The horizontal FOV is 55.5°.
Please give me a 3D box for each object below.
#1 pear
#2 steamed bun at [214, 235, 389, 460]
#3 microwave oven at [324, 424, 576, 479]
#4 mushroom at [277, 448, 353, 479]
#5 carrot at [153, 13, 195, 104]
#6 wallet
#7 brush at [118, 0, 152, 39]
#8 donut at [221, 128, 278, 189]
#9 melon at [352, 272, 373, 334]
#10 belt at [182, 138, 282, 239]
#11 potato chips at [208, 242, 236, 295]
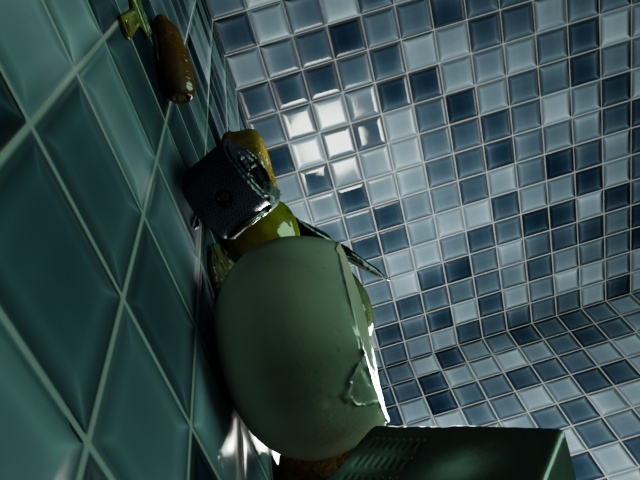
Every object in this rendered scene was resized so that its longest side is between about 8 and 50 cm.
[{"bbox_3d":[-0.116,-0.011,1.187,0.149,0.149,0.162,73,-6,-74],"label":"pear"},{"bbox_3d":[-0.033,0.152,0.870,0.324,0.207,0.324,-16,90,-86],"label":"steamed bun"},{"bbox_3d":[0.145,0.450,0.610,0.374,0.237,0.431,-28,104,-52],"label":"microwave oven"},{"bbox_3d":[0.026,0.381,0.998,0.231,0.194,0.138,-132,-157,-64],"label":"mushroom"},{"bbox_3d":[-0.264,-0.333,1.079,0.059,0.059,0.247,73,-3,-57],"label":"carrot"},{"bbox_3d":[0.000,0.000,1.510,0.323,0.041,0.247,30,-1,-32],"label":"wallet"},{"bbox_3d":[-0.288,-0.345,0.943,0.218,0.010,0.082,-107,180,-62],"label":"brush"},{"bbox_3d":[-0.186,-0.183,1.596,0.226,0.114,0.226,-16,90,-88],"label":"donut"},{"bbox_3d":[-0.007,0.164,1.569,0.329,0.249,0.248,54,-8,25],"label":"melon"},{"bbox_3d":[-0.151,-0.077,0.989,0.139,0.126,0.230,49,7,-13],"label":"belt"},{"bbox_3d":[-0.144,0.101,1.038,0.220,0.029,0.201,55,15,-84],"label":"potato chips"}]
